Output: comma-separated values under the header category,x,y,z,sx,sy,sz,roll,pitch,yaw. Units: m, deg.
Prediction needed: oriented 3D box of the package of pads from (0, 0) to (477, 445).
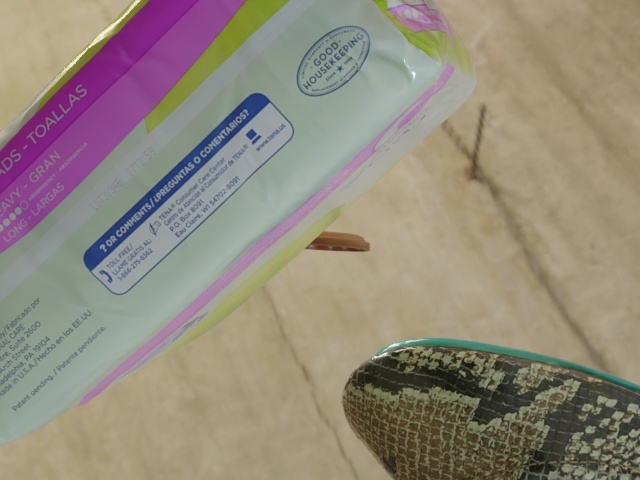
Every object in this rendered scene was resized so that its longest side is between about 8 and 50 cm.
category,x,y,z,sx,sy,sz,roll,pitch,yaw
package of pads,-0.040,-0.041,0.544,0.101,0.229,0.296,48,11,2

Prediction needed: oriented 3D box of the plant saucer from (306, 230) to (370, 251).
category,x,y,z,sx,sy,sz,roll,pitch,yaw
plant saucer,0.000,0.000,0.985,0.083,0.083,0.013,171,-77,-76

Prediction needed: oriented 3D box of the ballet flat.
category,x,y,z,sx,sy,sz,roll,pitch,yaw
ballet flat,0.242,0.200,0.744,0.182,0.483,0.164,-82,-166,-45
